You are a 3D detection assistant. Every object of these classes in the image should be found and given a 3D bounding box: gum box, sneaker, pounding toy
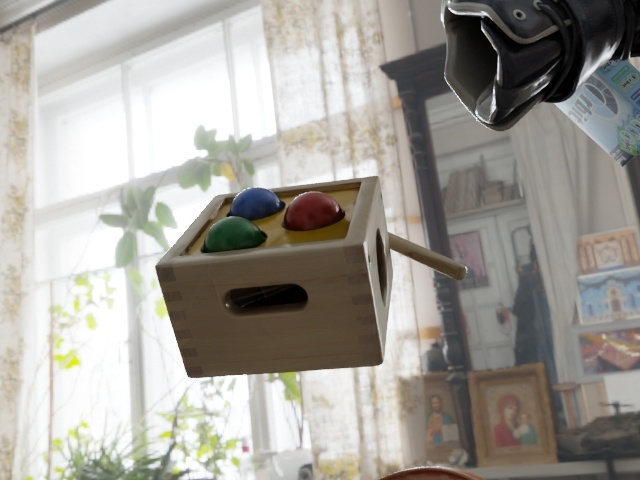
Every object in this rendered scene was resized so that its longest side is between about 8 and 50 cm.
[{"bbox_3d":[0.366,-0.192,0.877,0.041,0.184,0.157,-43,-11,-1],"label":"gum box"},{"bbox_3d":[0.172,-0.105,0.352,0.163,0.226,0.086,-44,-30,-24],"label":"sneaker"},{"bbox_3d":[0.010,-0.003,0.479,0.181,0.094,0.206,-6,23,12],"label":"pounding toy"}]

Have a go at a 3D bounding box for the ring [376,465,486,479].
[{"bbox_3d":[0.001,0.273,0.350,0.032,0.336,0.336,35,-29,-16],"label":"ring"}]
